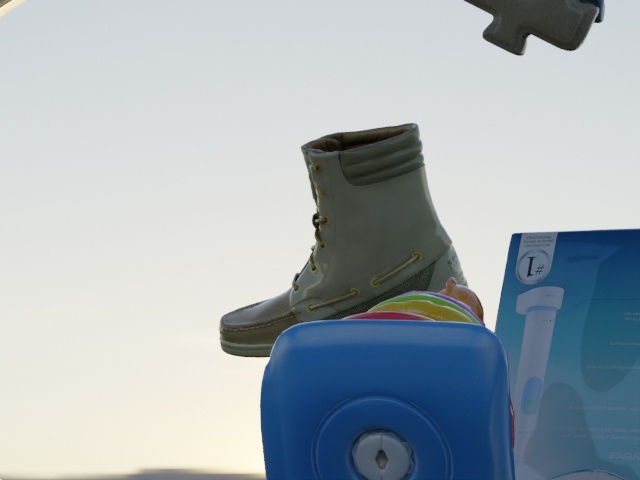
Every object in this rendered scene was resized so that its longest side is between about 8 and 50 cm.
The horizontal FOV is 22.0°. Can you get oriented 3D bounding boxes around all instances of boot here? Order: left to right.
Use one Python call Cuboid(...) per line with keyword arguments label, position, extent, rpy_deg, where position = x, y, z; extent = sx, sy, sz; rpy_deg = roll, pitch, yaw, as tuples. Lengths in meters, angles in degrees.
Cuboid(label="boot", position=(0.000, 0.000, 1.661), extent=(0.262, 0.203, 0.095), rpy_deg=(-15, 20, 7))

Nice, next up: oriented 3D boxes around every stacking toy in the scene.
Cuboid(label="stacking toy", position=(0.074, 0.095, 1.188), extent=(0.165, 0.175, 0.302), rpy_deg=(-1, 18, 15))

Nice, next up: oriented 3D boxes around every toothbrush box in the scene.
Cuboid(label="toothbrush box", position=(0.255, 0.146, 1.379), extent=(0.216, 0.296, 0.126), rpy_deg=(-3, -28, 31))

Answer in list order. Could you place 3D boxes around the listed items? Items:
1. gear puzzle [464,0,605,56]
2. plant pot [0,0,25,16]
Cuboid(label="gear puzzle", position=(0.041, -0.236, 0.911), extent=(0.339, 0.175, 0.044), rpy_deg=(31, 15, 26))
Cuboid(label="plant pot", position=(-0.226, -0.201, 1.134), extent=(0.081, 0.081, 0.083), rpy_deg=(-33, 10, -2))
